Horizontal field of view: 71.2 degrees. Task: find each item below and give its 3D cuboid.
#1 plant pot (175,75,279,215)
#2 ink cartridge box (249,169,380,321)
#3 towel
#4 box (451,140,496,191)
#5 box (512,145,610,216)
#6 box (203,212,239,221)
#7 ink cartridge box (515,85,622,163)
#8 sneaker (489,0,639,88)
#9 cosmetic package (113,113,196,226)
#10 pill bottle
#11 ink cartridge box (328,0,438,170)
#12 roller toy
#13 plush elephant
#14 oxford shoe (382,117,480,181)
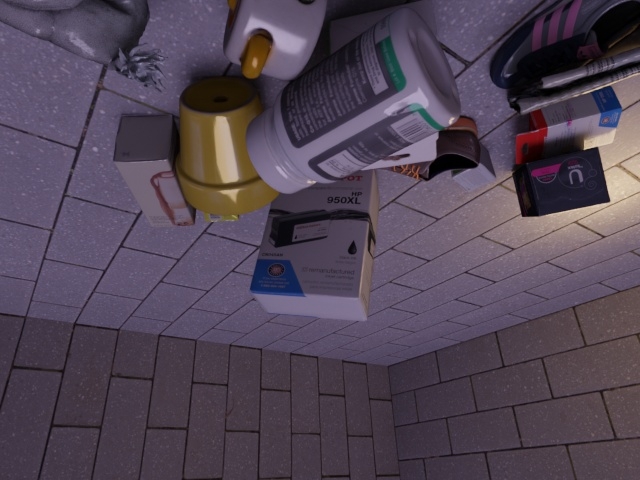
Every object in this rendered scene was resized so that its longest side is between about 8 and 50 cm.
[{"bbox_3d":[-0.213,-0.225,1.020,0.254,0.254,0.239,-2,137,-2],"label":"plant pot"},{"bbox_3d":[0.000,0.000,1.229,0.285,0.395,0.166,2,151,14],"label":"ink cartridge box"},{"bbox_3d":[0.536,-0.335,0.884,0.324,0.056,0.312,-17,-167,23],"label":"towel"},{"bbox_3d":[0.411,-0.207,1.221,0.087,0.101,0.102,-26,144,35],"label":"box"},{"bbox_3d":[0.627,-0.147,1.195,0.165,0.143,0.270,-13,180,15],"label":"box"},{"bbox_3d":[-0.245,-0.138,1.160,0.087,0.232,0.058,-1,130,-1],"label":"box"},{"bbox_3d":[0.606,-0.282,1.125,0.231,0.078,0.134,-12,149,17],"label":"ink cartridge box"},{"bbox_3d":[0.479,-0.386,0.872,0.112,0.131,0.319,17,146,-31],"label":"sneaker"},{"bbox_3d":[-0.419,-0.173,1.174,0.129,0.153,0.296,-3,153,-3],"label":"cosmetic package"},{"bbox_3d":[0.045,-0.228,0.812,0.361,0.204,0.204,-21,146,34],"label":"pill bottle"},{"bbox_3d":[0.151,-0.315,0.986,0.207,0.119,0.353,-7,150,11],"label":"ink cartridge box"},{"bbox_3d":[-0.088,-0.385,0.766,0.146,0.191,0.209,12,111,-22],"label":"roller toy"},{"bbox_3d":[-0.339,-0.413,0.673,0.330,0.255,0.272,28,-164,9],"label":"plush elephant"},{"bbox_3d":[0.225,-0.221,1.149,0.364,0.132,0.130,-8,153,11],"label":"oxford shoe"}]
